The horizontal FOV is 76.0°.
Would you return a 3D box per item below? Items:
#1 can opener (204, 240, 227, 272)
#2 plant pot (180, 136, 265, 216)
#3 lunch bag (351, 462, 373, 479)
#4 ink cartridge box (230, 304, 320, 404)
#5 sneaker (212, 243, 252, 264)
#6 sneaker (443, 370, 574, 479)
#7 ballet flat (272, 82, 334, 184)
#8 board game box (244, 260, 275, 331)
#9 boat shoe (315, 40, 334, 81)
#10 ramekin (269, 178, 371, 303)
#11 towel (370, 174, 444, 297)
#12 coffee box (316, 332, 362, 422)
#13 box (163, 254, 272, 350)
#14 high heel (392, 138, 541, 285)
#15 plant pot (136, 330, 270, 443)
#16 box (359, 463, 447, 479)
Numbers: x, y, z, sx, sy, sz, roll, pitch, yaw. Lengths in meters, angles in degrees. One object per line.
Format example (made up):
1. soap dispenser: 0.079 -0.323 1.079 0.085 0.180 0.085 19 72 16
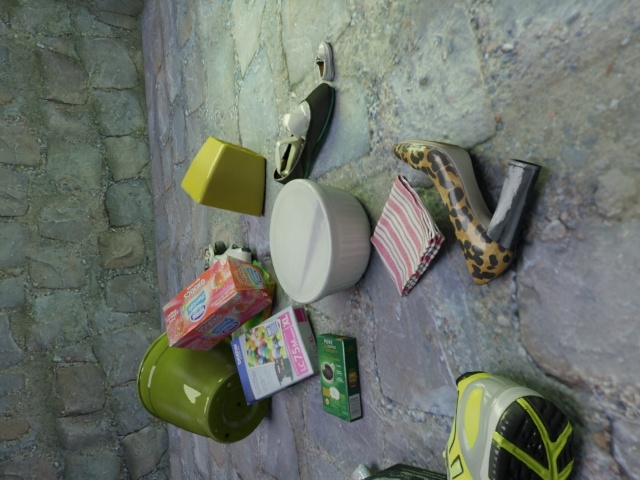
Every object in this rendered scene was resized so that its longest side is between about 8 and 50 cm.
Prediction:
1. can opener: -0.425 0.122 1.655 0.280 0.093 0.074 107 146 -43
2. plant pot: -0.294 -0.212 1.309 0.212 0.212 0.187 35 109 51
3. lunch bag: 0.101 0.528 0.870 0.071 0.053 0.083 44 138 50
4. ink cartridge box: -0.142 0.324 1.126 0.311 0.065 0.185 -35 64 31
5. sneaker: -0.306 0.060 1.461 0.258 0.094 0.091 3 77 53
6. sneaker: 0.246 0.370 0.578 0.147 0.145 0.384 -138 53 -75
7. ballet flat: -0.052 -0.249 1.003 0.095 0.096 0.280 55 136 41
8. board game box: -0.199 0.203 1.335 0.124 0.039 0.259 37 125 50
9. boat shoe: 0.005 -0.419 0.953 0.035 0.035 0.100 -15 80 58
10. ramekin: 0.000 0.000 0.914 0.273 0.127 0.272 6 97 58
11. towel: 0.143 -0.002 0.736 0.197 0.029 0.144 105 148 -52
12. coffee box: 0.043 0.314 0.953 0.113 0.041 0.184 -12 83 57
13. box: -0.315 0.197 1.242 0.300 0.154 0.142 -38 54 19
14. high heel: 0.189 -0.055 0.641 0.261 0.093 0.186 33 120 47
15. plant pot: -0.361 0.487 1.371 0.353 0.367 0.366 6 98 45
16. box: 0.137 0.468 0.706 0.156 0.158 0.093 -30 68 54
